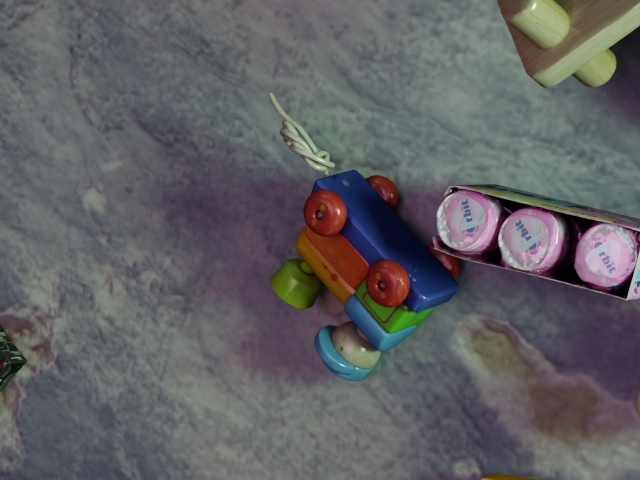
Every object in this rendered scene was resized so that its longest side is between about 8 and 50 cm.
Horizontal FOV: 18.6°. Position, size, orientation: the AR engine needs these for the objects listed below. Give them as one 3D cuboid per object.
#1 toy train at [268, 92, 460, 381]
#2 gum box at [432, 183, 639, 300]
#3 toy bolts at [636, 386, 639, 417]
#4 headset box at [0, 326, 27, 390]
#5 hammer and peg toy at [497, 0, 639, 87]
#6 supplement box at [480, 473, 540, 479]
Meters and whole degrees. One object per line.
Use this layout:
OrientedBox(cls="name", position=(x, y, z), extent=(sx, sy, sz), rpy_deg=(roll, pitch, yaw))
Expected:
OrientedBox(cls="toy train", position=(0.000, 0.000, 1.782), extent=(0.248, 0.105, 0.143), rpy_deg=(48, 123, 18))
OrientedBox(cls="gum box", position=(0.199, -0.002, 1.670), extent=(0.188, 0.107, 0.062), rpy_deg=(15, 97, 26))
OrientedBox(cls="toy bolts", position=(0.339, 0.148, 1.564), extent=(0.158, 0.218, 0.228), rpy_deg=(-51, 52, 24))
OrientedBox(cls="headset box", position=(-0.349, 0.114, 1.988), extent=(0.062, 0.032, 0.083), rpy_deg=(-48, 70, 19))
OrientedBox(cls="hammer and peg toy", position=(0.281, -0.314, 1.575), extent=(0.361, 0.127, 0.266), rpy_deg=(-37, 46, 22))
OrientedBox(cls="supplement box", position=(0.173, 0.260, 1.725), extent=(0.062, 0.036, 0.098), rpy_deg=(5, 93, 26))
